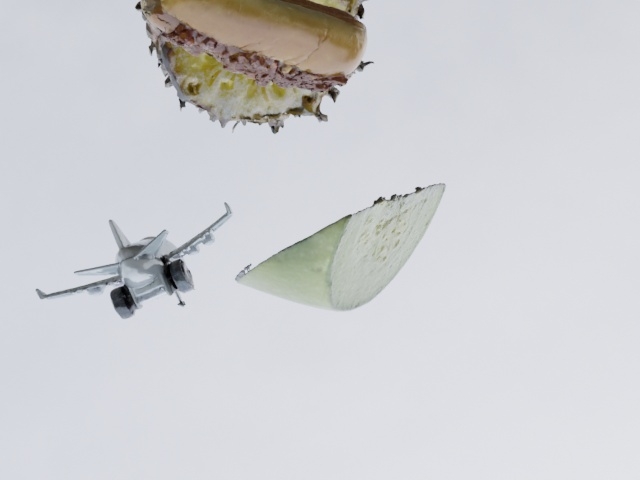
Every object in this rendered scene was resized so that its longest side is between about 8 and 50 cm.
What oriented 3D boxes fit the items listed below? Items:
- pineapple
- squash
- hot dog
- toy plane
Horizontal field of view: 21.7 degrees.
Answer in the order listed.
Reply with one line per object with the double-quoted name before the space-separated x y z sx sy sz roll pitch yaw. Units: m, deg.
"pineapple" -0.095 -0.332 2.368 0.352 0.352 0.300 -8 -161 -1
"squash" 0.000 0.000 1.840 0.155 0.204 0.237 33 -156 24
"hot dog" -0.051 -0.179 1.486 0.249 0.076 0.102 13 161 -43
"toy plane" -0.203 0.035 2.000 0.251 0.101 0.255 -24 170 6
